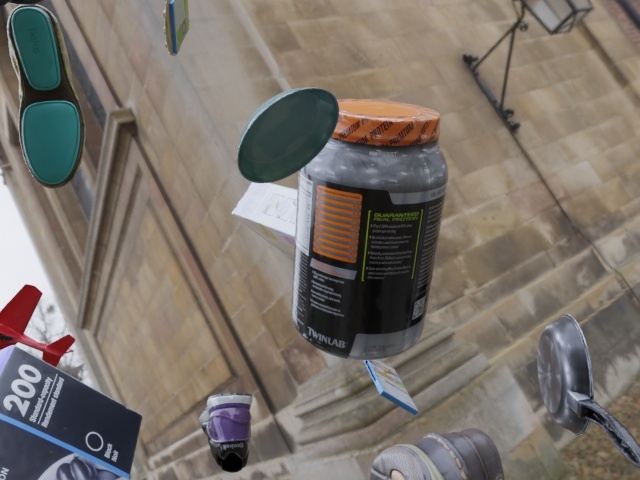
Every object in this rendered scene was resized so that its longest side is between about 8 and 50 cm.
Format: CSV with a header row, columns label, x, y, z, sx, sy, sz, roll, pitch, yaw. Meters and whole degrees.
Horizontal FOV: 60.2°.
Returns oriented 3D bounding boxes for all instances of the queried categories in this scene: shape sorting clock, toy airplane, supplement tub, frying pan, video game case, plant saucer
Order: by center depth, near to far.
label,x,y,z,sx,sy,sz,roll,pitch,yaw
plant saucer,-0.036,-0.107,0.548,0.119,0.021,0.119,-32,-24,-16
supplement tub,0.062,-0.018,0.738,0.194,0.194,0.315,-18,-58,-43
toy airplane,-0.411,0.138,0.760,0.151,0.028,0.151,-12,-60,-22
frying pan,0.402,0.260,0.870,0.053,0.326,0.197,-1,-54,7
video game case,0.163,0.340,1.334,0.015,0.119,0.166,-50,25,11
shape sorting clock,-0.382,-0.591,1.446,0.040,0.206,0.206,10,-16,-1

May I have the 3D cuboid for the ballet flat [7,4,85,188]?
label,x,y,z,sx,sy,sz,roll,pitch,yaw
ballet flat,-0.537,-0.279,1.095,0.123,0.348,0.123,-5,9,1

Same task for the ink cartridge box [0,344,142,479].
label,x,y,z,sx,sy,sz,roll,pitch,yaw
ink cartridge box,-0.258,0.191,0.455,0.045,0.208,0.206,-40,30,20

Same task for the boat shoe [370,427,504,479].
label,x,y,z,sx,sy,sz,roll,pitch,yaw
boat shoe,0.146,0.344,0.558,0.130,0.355,0.132,-18,27,-19

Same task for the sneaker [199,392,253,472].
label,x,y,z,sx,sy,sz,roll,pitch,yaw
sneaker,-0.185,0.392,1.078,0.107,0.124,0.283,-2,-28,-9

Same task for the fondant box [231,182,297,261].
label,x,y,z,sx,sy,sz,roll,pitch,yaw
fondant box,0.000,0.000,1.101,0.330,0.238,0.096,18,73,53

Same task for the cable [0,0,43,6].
label,x,y,z,sx,sy,sz,roll,pitch,yaw
cable,-0.169,-0.156,0.226,0.184,0.047,0.151,-34,-9,38
